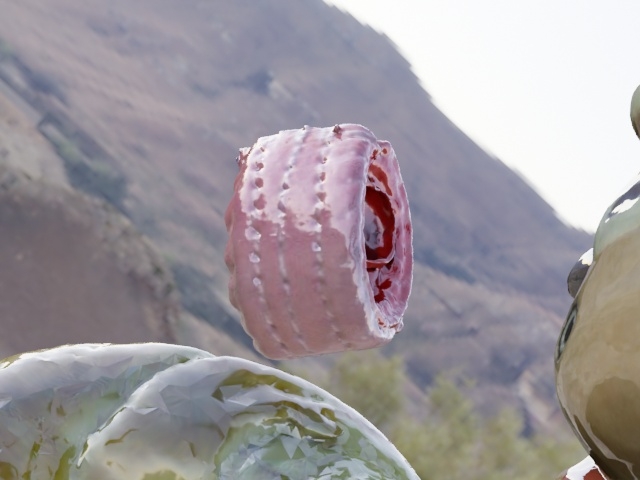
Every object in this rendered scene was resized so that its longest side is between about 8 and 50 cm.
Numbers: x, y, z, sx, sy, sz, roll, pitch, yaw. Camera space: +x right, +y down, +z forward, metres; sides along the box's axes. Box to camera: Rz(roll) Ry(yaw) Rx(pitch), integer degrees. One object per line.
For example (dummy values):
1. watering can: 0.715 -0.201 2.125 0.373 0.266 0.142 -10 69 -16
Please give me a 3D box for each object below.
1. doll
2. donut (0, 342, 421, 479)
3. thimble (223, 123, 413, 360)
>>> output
1. doll: 0.221 0.007 0.729 0.174 0.235 0.330 47 42 -12
2. donut: -0.077 0.198 0.639 0.360 0.170 0.360 11 43 -11
3. thimble: 0.001 0.007 1.266 0.163 0.125 0.189 46 43 -59
